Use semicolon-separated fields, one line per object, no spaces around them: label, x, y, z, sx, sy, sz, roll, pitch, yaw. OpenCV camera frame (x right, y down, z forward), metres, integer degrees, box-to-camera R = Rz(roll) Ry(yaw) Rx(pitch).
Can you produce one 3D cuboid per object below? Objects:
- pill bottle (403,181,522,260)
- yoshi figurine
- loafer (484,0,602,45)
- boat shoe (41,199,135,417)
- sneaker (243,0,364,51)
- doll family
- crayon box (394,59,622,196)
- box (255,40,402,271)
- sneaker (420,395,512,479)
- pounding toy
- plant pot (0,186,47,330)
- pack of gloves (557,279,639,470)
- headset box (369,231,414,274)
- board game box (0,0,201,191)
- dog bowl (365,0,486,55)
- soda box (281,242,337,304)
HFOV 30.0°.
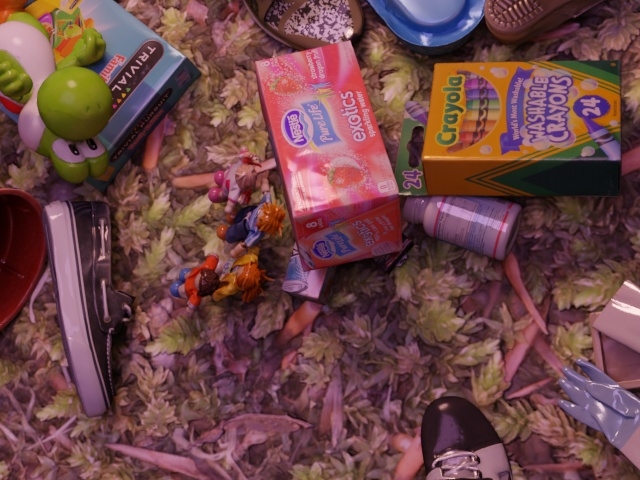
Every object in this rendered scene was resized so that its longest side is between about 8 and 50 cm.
pill bottle;0.206;-0.035;1.738;0.160;0.087;0.087;20;83;17
yoshi figurine;-0.420;-0.261;1.798;0.203;0.203;0.362;-36;75;-3
loafer;0.354;-0.376;1.783;0.269;0.092;0.102;-27;77;-11
boat shoe;-0.339;0.097;1.815;0.119;0.121;0.335;-9;88;-17
sneaker;-0.095;-0.448;1.830;0.158;0.182;0.410;-43;88;4
doll family;-0.114;-0.001;1.765;0.118;0.163;0.263;23;78;-20
crayon box;0.267;-0.162;1.714;0.323;0.083;0.203;0;50;13
box;0.009;-0.124;1.716;0.154;0.142;0.300;-12;55;-2
sneaker;0.206;0.367;1.619;0.122;0.146;0.330;-16;73;10
pounding toy;0.451;0.136;1.650;0.130;0.100;0.141;-11;75;23
plant pot;-0.611;-0.006;1.842;0.265;0.272;0.272;27;85;26
pack of gloves;0.439;0.195;1.571;0.232;0.046;0.195;40;97;37
headset box;0.095;0.006;1.783;0.083;0.032;0.062;40;89;17
board game box;-0.403;-0.281;1.937;0.336;0.079;0.254;38;88;18
dog bowl;0.135;-0.409;1.840;0.166;0.074;0.297;-37;73;-3
soda box;0.000;0.000;1.792;0.063;0.058;0.183;14;80;15
